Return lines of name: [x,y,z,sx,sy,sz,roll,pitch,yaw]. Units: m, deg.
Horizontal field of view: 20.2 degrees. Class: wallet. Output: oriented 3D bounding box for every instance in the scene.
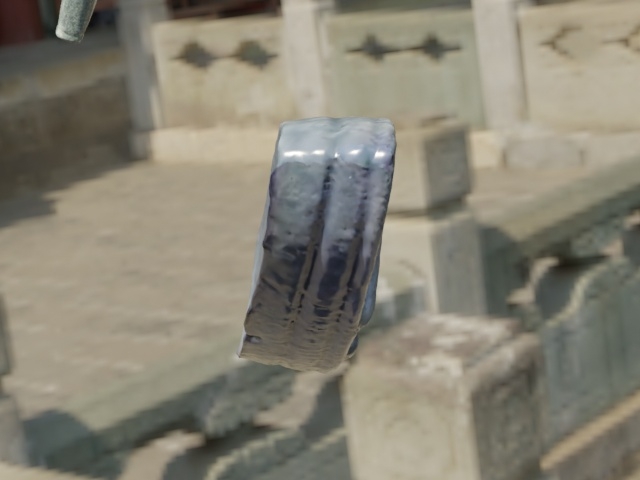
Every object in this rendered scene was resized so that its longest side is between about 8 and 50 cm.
wallet: [-0.195,-0.283,1.586,0.036,0.167,0.222,15,25,-8]

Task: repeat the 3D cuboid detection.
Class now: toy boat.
toy boat: [0.000,0.000,1.096,0.078,0.127,0.283,11,-21,-2]
